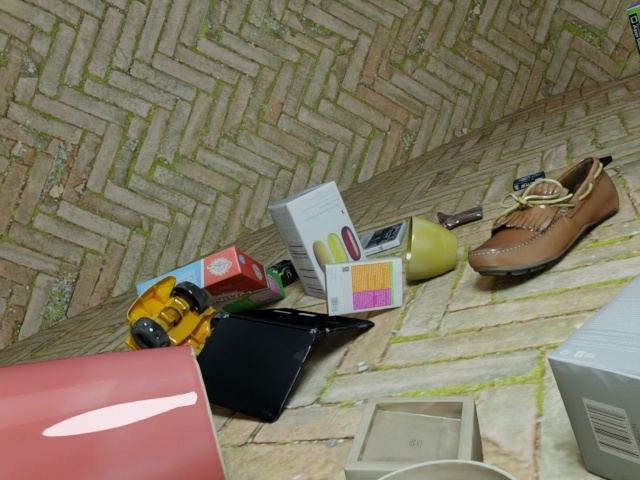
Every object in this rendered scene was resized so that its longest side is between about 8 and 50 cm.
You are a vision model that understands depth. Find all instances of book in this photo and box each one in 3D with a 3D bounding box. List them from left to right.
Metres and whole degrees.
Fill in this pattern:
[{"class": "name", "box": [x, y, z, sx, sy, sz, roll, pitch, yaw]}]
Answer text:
[{"class": "book", "box": [0.081, 0.086, 1.047, 0.144, 0.096, 0.035, -5, 7, -12]}]

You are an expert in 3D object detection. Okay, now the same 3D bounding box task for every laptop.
[{"class": "laptop", "box": [-0.073, 0.205, 0.995, 0.234, 0.136, 0.264, 3, 0, 38]}]

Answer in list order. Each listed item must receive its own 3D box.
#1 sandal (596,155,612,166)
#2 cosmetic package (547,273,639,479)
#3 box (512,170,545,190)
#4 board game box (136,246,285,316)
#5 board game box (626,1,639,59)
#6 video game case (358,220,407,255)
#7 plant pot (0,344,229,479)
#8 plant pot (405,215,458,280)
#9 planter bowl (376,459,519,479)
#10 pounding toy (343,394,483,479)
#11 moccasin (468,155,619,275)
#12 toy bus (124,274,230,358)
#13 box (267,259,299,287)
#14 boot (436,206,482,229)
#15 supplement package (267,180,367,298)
[{"class": "sandal", "box": [0.676, -0.189, 1.406, 0.179, 0.040, 0.067, -31, 14, -36]}, {"class": "cosmetic package", "box": [0.327, 0.102, 0.502, 0.238, 0.127, 0.107, -30, 13, -25]}, {"class": "box", "box": [0.578, -0.165, 1.544, 0.083, 0.018, 0.067, -17, 13, 29]}, {"class": "board game box", "box": [-0.246, 0.122, 1.332, 0.242, 0.064, 0.316, -22, -19, 8]}, {"class": "board game box", "box": [0.737, -0.258, 0.780, 0.356, 0.356, 0.356, -22, 11, 5]}, {"class": "video game case", "box": [0.155, 0.004, 1.592, 0.173, 0.022, 0.190, -19, 11, 20]}, {"class": "plant pot", "box": [-0.245, 0.251, 0.655, 0.243, 0.275, 0.275, -15, 8, -16]}, {"class": "plant pot", "box": [0.228, 0.020, 1.144, 0.095, 0.134, 0.134, 5, 14, 4]}, {"class": "planter bowl", "box": [0.082, 0.242, 0.366, 0.162, 0.109, 0.162, -22, 12, 5]}, {"class": "pounding toy", "box": [0.085, 0.222, 0.549, 0.141, 0.100, 0.130, -7, 16, 20]}, {"class": "moccasin", "box": [0.404, -0.050, 1.008, 0.380, 0.147, 0.139, -28, 12, -23]}, {"class": "toy bus", "box": [-0.283, 0.216, 1.127, 0.149, 0.220, 0.211, -49, -6, -46]}, {"class": "box", "box": [-0.114, 0.099, 1.571, 0.083, 0.062, 0.052, -29, 13, -26]}, {"class": "boot", "box": [0.366, -0.066, 1.455, 0.114, 0.037, 0.106, -24, 24, 13]}, {"class": "supplement package", "box": [0.000, 0.000, 1.333, 0.139, 0.244, 0.134, -28, 11, -22]}]
